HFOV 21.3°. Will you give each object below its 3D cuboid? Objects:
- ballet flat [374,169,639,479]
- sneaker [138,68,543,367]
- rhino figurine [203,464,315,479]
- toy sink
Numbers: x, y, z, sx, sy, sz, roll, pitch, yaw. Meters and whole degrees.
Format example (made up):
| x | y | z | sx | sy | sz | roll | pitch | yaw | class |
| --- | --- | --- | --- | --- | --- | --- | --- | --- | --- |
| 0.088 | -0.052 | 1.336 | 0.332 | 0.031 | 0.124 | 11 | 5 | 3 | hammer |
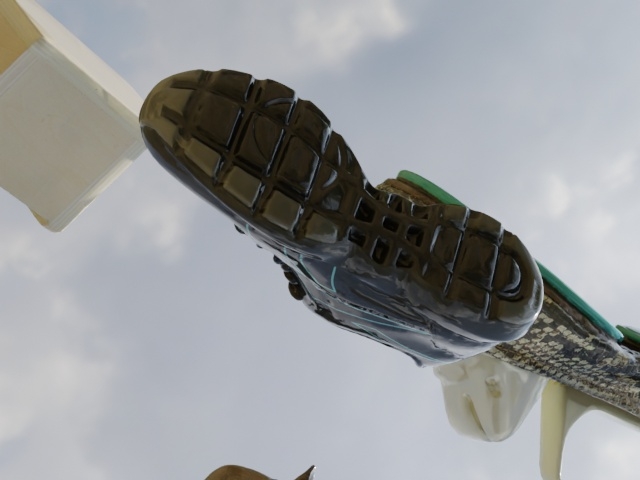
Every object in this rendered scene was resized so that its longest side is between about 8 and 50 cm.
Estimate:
| x | y | z | sx | sy | sz | roll | pitch | yaw | class |
| --- | --- | --- | --- | --- | --- | --- | --- | --- | --- |
| 0.219 | 0.120 | 1.432 | 0.182 | 0.483 | 0.164 | -62 | -156 | 2 | ballet flat |
| 0.000 | 0.000 | 1.011 | 0.106 | 0.267 | 0.101 | -42 | -159 | 48 | sneaker |
| -0.068 | 0.221 | 1.268 | 0.073 | 0.106 | 0.243 | -7 | 170 | -45 | rhino figurine |
| -0.246 | -0.111 | 1.479 | 0.131 | 0.234 | 0.153 | -44 | -130 | 4 | toy sink |
